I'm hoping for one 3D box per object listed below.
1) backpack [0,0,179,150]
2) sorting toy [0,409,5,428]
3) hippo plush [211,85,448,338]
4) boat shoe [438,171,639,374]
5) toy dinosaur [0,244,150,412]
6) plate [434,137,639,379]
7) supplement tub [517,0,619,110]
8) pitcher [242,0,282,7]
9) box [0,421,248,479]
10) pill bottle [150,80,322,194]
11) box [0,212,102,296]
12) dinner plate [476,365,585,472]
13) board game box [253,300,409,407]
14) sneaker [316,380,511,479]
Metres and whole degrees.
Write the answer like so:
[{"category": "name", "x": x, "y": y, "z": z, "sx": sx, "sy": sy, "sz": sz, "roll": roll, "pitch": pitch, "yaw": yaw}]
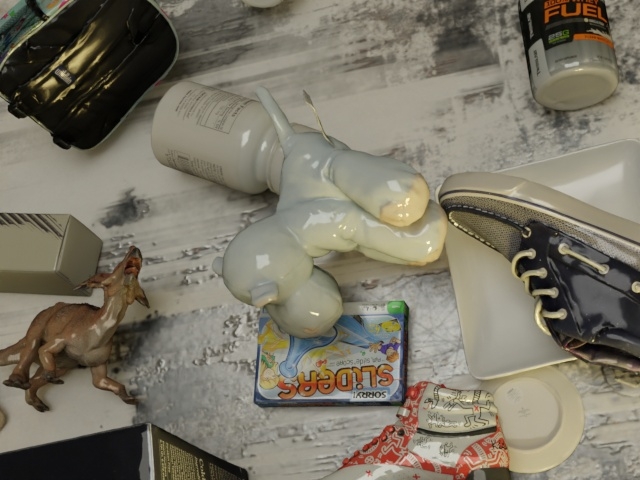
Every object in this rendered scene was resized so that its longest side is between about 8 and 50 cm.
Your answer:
[{"category": "backpack", "x": -0.349, "y": -0.291, "z": 1.540, "sx": 0.253, "sy": 0.225, "sz": 0.191, "roll": -40, "pitch": 46, "yaw": 11}, {"category": "sorting toy", "x": -0.581, "y": 0.256, "z": 1.507, "sx": 0.193, "sy": 0.038, "sz": 0.208, "roll": -45, "pitch": 68, "yaw": -4}, {"category": "hippo plush", "x": 0.000, "y": 0.000, "z": 1.278, "sx": 0.236, "sy": 0.294, "sz": 0.234, "roll": -52, "pitch": 34, "yaw": -13}, {"category": "boat shoe", "x": 0.276, "y": 0.038, "z": 1.228, "sx": 0.340, "sy": 0.127, "sz": 0.158, "roll": 20, "pitch": 70, "yaw": 23}, {"category": "toy dinosaur", "x": -0.347, "y": 0.123, "z": 1.444, "sx": 0.296, "sy": 0.127, "sz": 0.200, "roll": -11, "pitch": 58, "yaw": 26}, {"category": "plate", "x": 0.304, "y": 0.026, "z": 1.322, "sx": 0.278, "sy": 0.045, "sz": 0.277, "roll": -13, "pitch": 67, "yaw": 11}, {"category": "supplement tub", "x": 0.331, "y": -0.283, "z": 1.396, "sx": 0.117, "sy": 0.117, "sz": 0.190, "roll": -10, "pitch": 67, "yaw": 13}, {"category": "pitcher", "x": -0.054, "y": -0.460, "z": 1.592, "sx": 0.178, "sy": 0.125, "sz": 0.207, "roll": 7, "pitch": 59, "yaw": 3}, {"category": "box", "x": -0.284, "y": 0.361, "z": 1.218, "sx": 0.343, "sy": 0.312, "sz": 0.179, "roll": -14, "pitch": 66, "yaw": 12}, {"category": "pill bottle", "x": -0.113, "y": -0.137, "z": 1.465, "sx": 0.229, "sy": 0.131, "sz": 0.131, "roll": 19, "pitch": 76, "yaw": 22}, {"category": "box", "x": -0.474, "y": 0.019, "z": 1.525, "sx": 0.275, "sy": 0.113, "sz": 0.094, "roll": 2, "pitch": 68, "yaw": 16}, {"category": "dinner plate", "x": 0.255, "y": 0.216, "z": 1.278, "sx": 0.141, "sy": 0.017, "sz": 0.141, "roll": -6, "pitch": 66, "yaw": 15}, {"category": "board game box", "x": 0.015, "y": 0.151, "z": 1.364, "sx": 0.201, "sy": 0.035, "sz": 0.136, "roll": -4, "pitch": 68, "yaw": 16}, {"category": "sneaker", "x": 0.094, "y": 0.257, "z": 1.269, "sx": 0.270, "sy": 0.090, "sz": 0.145, "roll": -11, "pitch": 65, "yaw": 13}]
